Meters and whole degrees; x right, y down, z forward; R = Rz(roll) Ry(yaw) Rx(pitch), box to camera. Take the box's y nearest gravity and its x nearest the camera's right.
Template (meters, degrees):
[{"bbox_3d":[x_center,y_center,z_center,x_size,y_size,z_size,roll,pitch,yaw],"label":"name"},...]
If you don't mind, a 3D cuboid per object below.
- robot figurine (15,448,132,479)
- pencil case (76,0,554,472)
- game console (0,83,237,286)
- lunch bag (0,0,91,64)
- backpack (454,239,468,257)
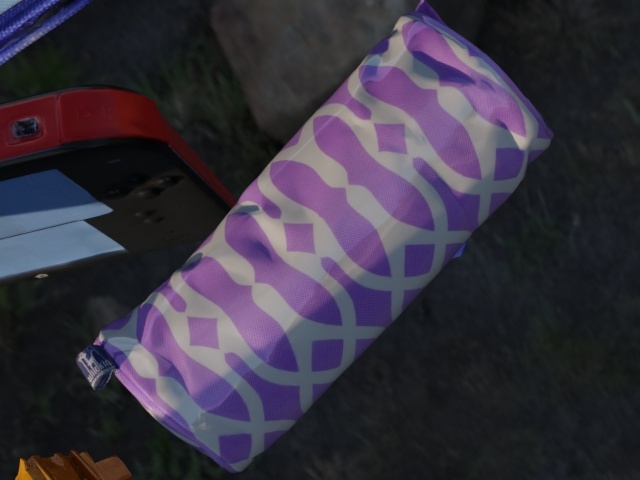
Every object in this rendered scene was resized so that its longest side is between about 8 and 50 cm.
[{"bbox_3d":[-0.151,0.290,1.059,0.211,0.085,0.291,38,124,47],"label":"robot figurine"},{"bbox_3d":[0.000,0.000,0.694,0.206,0.086,0.088,-44,38,-1],"label":"pencil case"},{"bbox_3d":[-0.279,-0.013,1.389,0.386,0.342,0.060,-12,72,7],"label":"game console"},{"bbox_3d":[-0.101,-0.152,0.590,0.293,0.138,0.221,-42,22,24],"label":"lunch bag"},{"bbox_3d":[0.051,-0.051,1.265,0.101,0.098,0.120,-10,47,-31],"label":"backpack"}]
